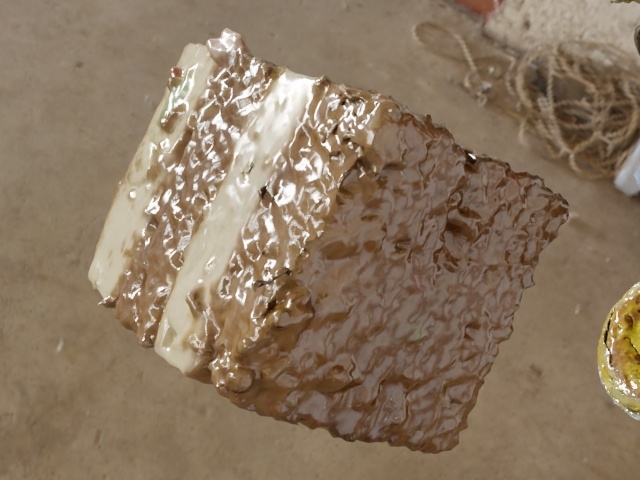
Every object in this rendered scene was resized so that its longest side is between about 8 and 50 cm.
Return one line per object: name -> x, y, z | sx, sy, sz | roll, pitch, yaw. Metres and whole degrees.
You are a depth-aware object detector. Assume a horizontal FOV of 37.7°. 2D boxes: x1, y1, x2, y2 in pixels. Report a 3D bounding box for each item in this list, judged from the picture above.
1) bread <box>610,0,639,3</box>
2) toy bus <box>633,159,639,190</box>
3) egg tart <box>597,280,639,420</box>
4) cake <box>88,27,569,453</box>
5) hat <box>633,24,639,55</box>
bread -> 0.288, -0.265, 0.735 | 0.110, 0.156, 0.103 | 5, 9, 17
toy bus -> 0.381, -0.036, 0.872 | 0.192, 0.077, 0.065 | 23, 29, -20
egg tart -> 0.454, 0.132, 1.147 | 0.094, 0.234, 0.234 | 50, 26, -34
cake -> 0.000, 0.000, 0.784 | 0.282, 0.255, 0.290 | 22, 9, -40
hat -> 0.606, -0.317, 1.176 | 0.382, 0.366, 0.257 | 3, 60, 34
